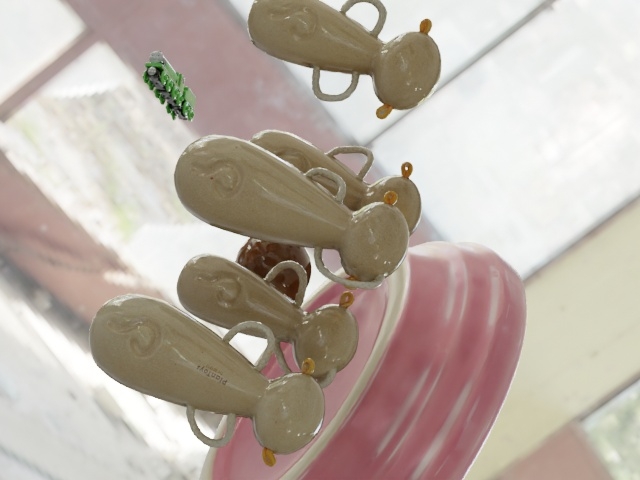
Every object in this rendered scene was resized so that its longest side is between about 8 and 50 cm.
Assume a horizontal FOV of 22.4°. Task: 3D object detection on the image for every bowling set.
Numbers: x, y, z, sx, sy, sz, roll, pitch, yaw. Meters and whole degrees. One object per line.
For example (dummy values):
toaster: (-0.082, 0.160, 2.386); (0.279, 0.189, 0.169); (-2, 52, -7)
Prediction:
bowling set: (0.000, 0.000, 1.025); (0.154, 0.287, 0.200); (23, -5, 20)

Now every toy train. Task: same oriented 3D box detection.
toy train: (-0.101, -0.103, 1.084); (0.083, 0.017, 0.024); (58, 38, -69)

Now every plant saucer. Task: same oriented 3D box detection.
plant saucer: (0.014, 0.128, 1.195); (0.084, 0.332, 0.332); (36, 13, -15)
